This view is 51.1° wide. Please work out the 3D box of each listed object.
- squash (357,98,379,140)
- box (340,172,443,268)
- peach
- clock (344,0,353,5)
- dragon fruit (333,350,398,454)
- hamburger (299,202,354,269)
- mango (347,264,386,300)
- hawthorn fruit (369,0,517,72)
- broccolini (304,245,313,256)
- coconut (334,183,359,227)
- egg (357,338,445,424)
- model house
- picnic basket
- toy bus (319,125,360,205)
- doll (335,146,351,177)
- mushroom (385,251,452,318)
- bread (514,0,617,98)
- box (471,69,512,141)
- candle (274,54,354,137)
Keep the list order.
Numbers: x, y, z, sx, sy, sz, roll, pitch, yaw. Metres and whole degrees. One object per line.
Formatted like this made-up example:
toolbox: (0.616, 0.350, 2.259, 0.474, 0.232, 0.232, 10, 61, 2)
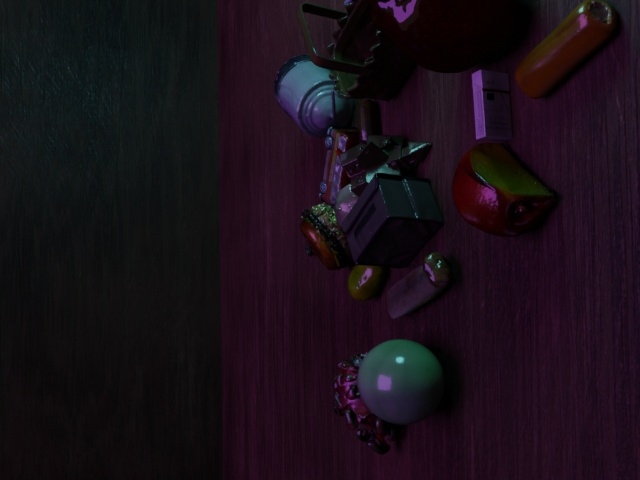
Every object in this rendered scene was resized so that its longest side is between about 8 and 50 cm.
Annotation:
squash: (0.152, -0.332, 2.081, 0.066, 0.066, 0.229, 155, 111, -63)
box: (0.195, -0.047, 1.855, 0.252, 0.188, 0.153, 125, 141, -48)
peach: (0.372, -0.113, 1.495, 0.267, 0.153, 0.159, -117, 35, -44)
clock: (0.165, -0.811, 1.958, 0.248, 0.090, 0.228, -47, 29, 47)
dragon fruit: (0.142, 0.471, 1.976, 0.273, 0.218, 0.198, 63, -178, 37)
hamburger: (0.033, -0.011, 2.202, 0.243, 0.138, 0.262, 54, 172, 4)
mango: (0.145, 0.115, 2.086, 0.163, 0.089, 0.117, -59, 30, 30)
hawthorn fruit: (0.277, -0.527, 1.523, 0.308, 0.324, 0.309, 169, 90, -90)
broccolini: (0.001, 0.000, 2.464, 0.218, 0.042, 0.044, -43, 50, 50)
coconut: (0.114, -0.098, 2.048, 0.161, 0.162, 0.161, -179, 90, -65)
egg: (0.210, 0.373, 1.774, 0.269, 0.220, 0.221, 149, 118, -71)
model house: (0.198, -0.235, 1.882, 0.248, 0.176, 0.181, -24, 46, 36)
picnic basket: (0.102, -0.563, 1.896, 0.291, 0.320, 0.254, 123, 143, -47)
toy bus: (0.078, -0.234, 2.189, 0.120, 0.121, 0.265, 35, 122, 50)
doll: (0.115, -0.217, 2.088, 0.057, 0.169, 0.109, -50, 42, -13)
mushroom: (0.267, 0.128, 1.824, 0.312, 0.081, 0.100, 127, 139, -59)
bread: (0.484, -0.384, 1.345, 0.239, 0.073, 0.093, 133, 137, -56)
box: (0.393, -0.307, 1.530, 0.040, 0.083, 0.155, 169, 99, -65)
candle: (-0.016, -0.475, 2.264, 0.343, 0.221, 0.221, -123, 40, -48)
